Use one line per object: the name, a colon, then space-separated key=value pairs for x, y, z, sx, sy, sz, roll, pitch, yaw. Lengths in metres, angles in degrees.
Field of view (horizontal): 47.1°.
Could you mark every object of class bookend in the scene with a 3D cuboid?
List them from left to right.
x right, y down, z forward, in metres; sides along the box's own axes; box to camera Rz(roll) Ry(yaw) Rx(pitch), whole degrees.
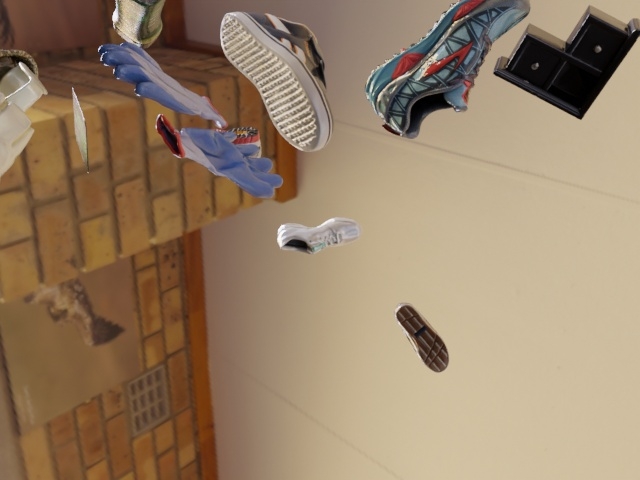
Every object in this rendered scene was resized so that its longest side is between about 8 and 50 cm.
bookend: x=0.375 y=-0.295 z=1.122 sx=0.156 sy=0.072 sz=0.157 roll=29 pitch=-55 yaw=1

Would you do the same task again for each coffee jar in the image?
coffee jar: x=-0.352 y=-0.452 z=1.423 sx=0.096 sy=0.079 sz=0.184 roll=37 pitch=-21 yaw=-4

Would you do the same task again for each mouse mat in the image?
mouse mat: x=-0.609 y=-0.280 z=1.860 sx=0.189 sy=0.007 sz=0.152 roll=56 pitch=-34 yaw=42

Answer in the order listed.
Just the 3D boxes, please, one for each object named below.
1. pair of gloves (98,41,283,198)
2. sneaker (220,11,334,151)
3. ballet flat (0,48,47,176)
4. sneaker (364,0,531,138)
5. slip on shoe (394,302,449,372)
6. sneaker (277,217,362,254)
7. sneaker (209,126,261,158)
pair of gloves: x=-0.119 y=-0.116 z=0.684 sx=0.023 sy=0.159 sz=0.198 roll=-46 pitch=-117 yaw=15
sneaker: x=-0.043 y=-0.283 z=1.244 sx=0.321 sy=0.128 sz=0.126 roll=56 pitch=-39 yaw=27
ballet flat: x=-0.512 y=-0.189 z=1.112 sx=0.482 sy=0.182 sz=0.164 roll=-108 pitch=177 yaw=-55
sneaker: x=0.193 y=-0.237 z=1.026 sx=0.262 sy=0.104 sz=0.125 roll=-36 pitch=-116 yaw=27
slip on shoe: x=0.171 y=0.162 z=1.245 sx=0.051 sy=0.041 sz=0.135 roll=-39 pitch=-84 yaw=2
sneaker: x=0.000 y=0.000 z=1.810 sx=0.212 sy=0.094 sz=0.080 roll=-6 pitch=-62 yaw=1
sneaker: x=-0.247 y=-0.222 z=1.818 sx=0.225 sy=0.088 sz=0.092 roll=4 pitch=-59 yaw=30
